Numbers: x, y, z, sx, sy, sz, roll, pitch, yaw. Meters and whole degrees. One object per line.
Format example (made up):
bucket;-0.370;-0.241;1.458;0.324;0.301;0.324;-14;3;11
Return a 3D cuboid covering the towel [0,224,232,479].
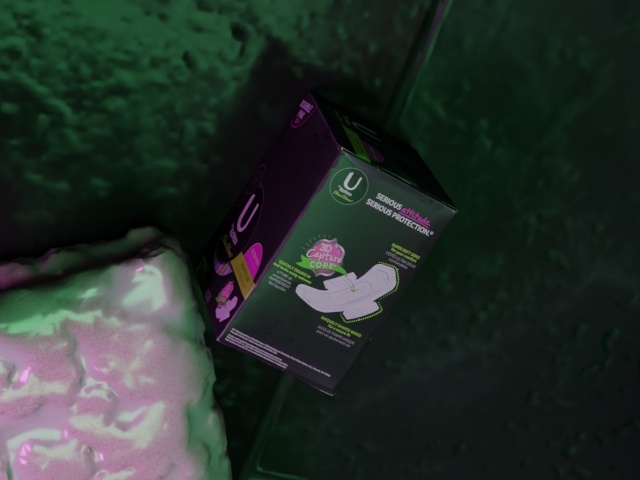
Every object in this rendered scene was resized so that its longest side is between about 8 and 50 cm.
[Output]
towel;-0.176;0.178;0.732;0.317;0.053;0.332;-13;118;-8

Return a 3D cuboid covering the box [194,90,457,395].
box;0.000;0.000;0.685;0.052;0.062;0.083;28;106;-23
